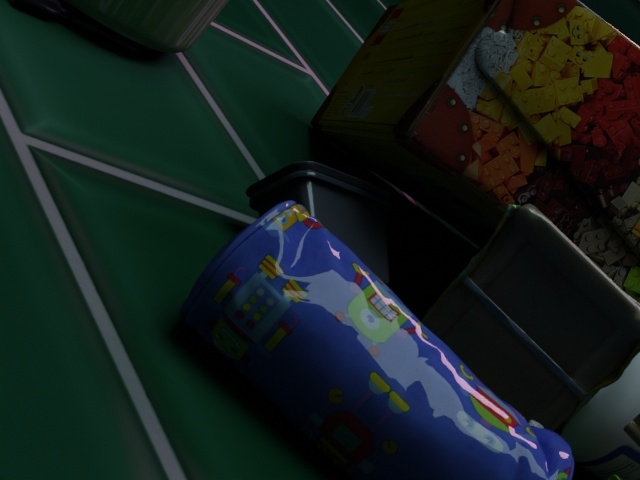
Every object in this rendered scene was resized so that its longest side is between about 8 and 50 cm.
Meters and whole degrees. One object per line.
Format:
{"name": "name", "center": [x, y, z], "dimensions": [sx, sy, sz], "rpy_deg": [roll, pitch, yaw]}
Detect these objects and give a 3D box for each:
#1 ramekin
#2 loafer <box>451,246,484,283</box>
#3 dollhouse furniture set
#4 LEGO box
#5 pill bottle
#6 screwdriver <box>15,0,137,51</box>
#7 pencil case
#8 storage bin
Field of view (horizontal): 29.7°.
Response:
{"name": "ramekin", "center": [-0.219, -0.337, 1.308], "dimensions": [0.303, 0.148, 0.303], "rpy_deg": [34, 14, -10]}
{"name": "loafer", "center": [0.226, 0.097, 1.323], "dimensions": [0.220, 0.080, 0.078], "rpy_deg": [39, 39, 28]}
{"name": "dollhouse furniture set", "center": [0.235, 0.135, 1.039], "dimensions": [0.301, 0.197, 0.151], "rpy_deg": [47, 22, 20]}
{"name": "LEGO box", "center": [0.228, -0.093, 1.315], "dimensions": [0.372, 0.193, 0.500], "rpy_deg": [34, 0, -13]}
{"name": "pill bottle", "center": [0.305, 0.164, 1.175], "dimensions": [0.272, 0.152, 0.152], "rpy_deg": [33, 20, -20]}
{"name": "screwdriver", "center": [-0.248, -0.223, 1.232], "dimensions": [0.025, 0.024, 0.170], "rpy_deg": [17, -2, 33]}
{"name": "pencil case", "center": [0.047, 0.104, 0.871], "dimensions": [0.306, 0.119, 0.133], "rpy_deg": [41, 48, 4]}
{"name": "storage bin", "center": [0.000, 0.000, 1.093], "dimensions": [0.135, 0.098, 0.091], "rpy_deg": [20, 54, -45]}
